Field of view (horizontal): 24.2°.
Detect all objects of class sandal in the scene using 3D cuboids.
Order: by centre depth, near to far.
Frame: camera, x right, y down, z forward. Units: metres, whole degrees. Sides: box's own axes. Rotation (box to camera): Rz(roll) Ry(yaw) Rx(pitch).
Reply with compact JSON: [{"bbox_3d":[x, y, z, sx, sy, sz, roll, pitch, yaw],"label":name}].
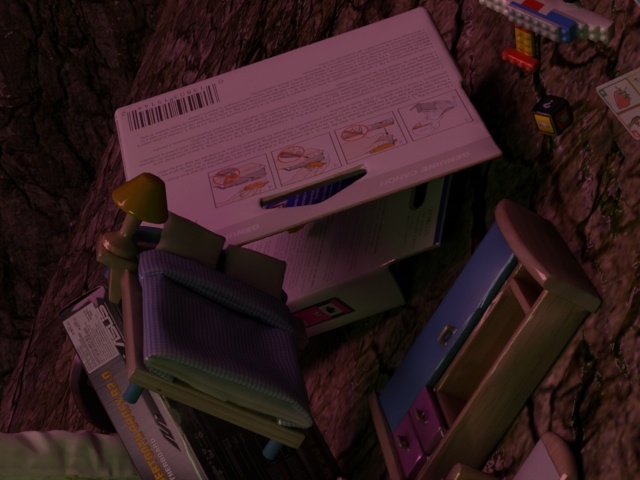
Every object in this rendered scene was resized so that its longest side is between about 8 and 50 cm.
[{"bbox_3d":[-0.212,0.139,1.652,0.120,0.086,0.303,-67,-14,3],"label":"sandal"}]

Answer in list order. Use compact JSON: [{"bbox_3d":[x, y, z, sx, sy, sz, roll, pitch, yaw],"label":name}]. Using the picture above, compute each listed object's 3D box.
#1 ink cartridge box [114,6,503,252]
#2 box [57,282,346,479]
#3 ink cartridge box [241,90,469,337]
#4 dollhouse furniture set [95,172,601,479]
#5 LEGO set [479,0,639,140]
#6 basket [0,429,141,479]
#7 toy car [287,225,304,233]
[{"bbox_3d":[-0.014,-0.070,1.252,0.296,0.066,0.261,-19,37,1],"label":"ink cartridge box"},{"bbox_3d":[-0.087,0.131,1.185,0.056,0.231,0.183,-32,-8,26],"label":"box"},{"bbox_3d":[0.000,0.000,1.401,0.371,0.069,0.175,-24,41,42],"label":"ink cartridge box"},{"bbox_3d":[0.008,0.052,1.004,0.198,0.303,0.286,-59,18,18],"label":"dollhouse furniture set"},{"bbox_3d":[0.176,-0.133,0.979,0.060,0.182,0.244,-44,8,-23],"label":"LEGO set"},{"bbox_3d":[-0.294,0.318,1.174,0.331,0.328,0.266,-39,53,46],"label":"basket"},{"bbox_3d":[-0.005,-0.065,1.368,0.122,0.060,0.040,-47,-1,-4],"label":"toy car"}]
